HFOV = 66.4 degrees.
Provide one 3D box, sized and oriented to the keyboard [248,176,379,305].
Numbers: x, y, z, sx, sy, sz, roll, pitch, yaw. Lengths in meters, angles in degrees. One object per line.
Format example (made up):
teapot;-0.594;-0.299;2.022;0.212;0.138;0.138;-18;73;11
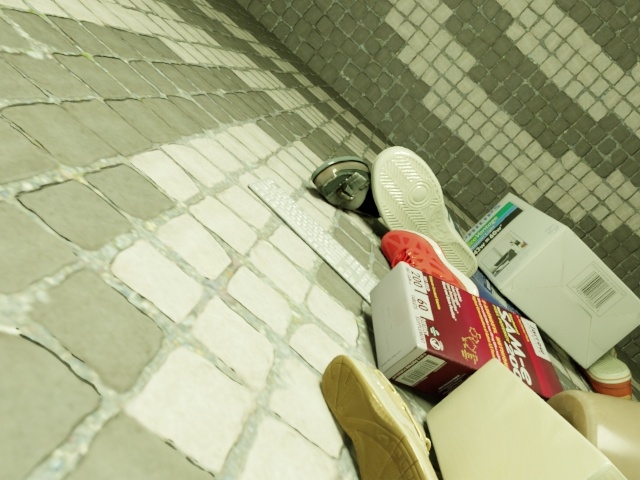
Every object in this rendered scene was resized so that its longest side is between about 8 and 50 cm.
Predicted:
keyboard;0.000;0.000;0.716;0.256;0.014;0.072;44;19;4

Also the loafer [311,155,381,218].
loafer;0.072;-0.096;0.954;0.084;0.096;0.267;61;19;14

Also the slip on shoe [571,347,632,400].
slip on shoe;0.796;0.369;1.389;0.331;0.122;0.102;-17;93;-74

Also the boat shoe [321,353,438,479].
boat shoe;0.062;0.166;0.405;0.059;0.063;0.170;18;29;-39

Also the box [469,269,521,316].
box;0.412;0.123;1.235;0.225;0.036;0.136;46;19;5

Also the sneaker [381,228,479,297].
sneaker;0.152;0.043;0.821;0.128;0.087;0.221;7;23;-41

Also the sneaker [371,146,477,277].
sneaker;0.198;-0.056;1.017;0.350;0.131;0.148;55;8;-30

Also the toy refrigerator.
toy refrigerator;0.165;0.189;0.395;0.094;0.102;0.269;48;3;5

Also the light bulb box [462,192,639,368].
light bulb box;0.626;0.094;1.372;0.358;0.225;0.361;40;14;-14

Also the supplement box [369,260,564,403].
supplement box;0.182;0.133;0.610;0.239;0.073;0.130;24;38;-22

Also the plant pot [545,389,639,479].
plant pot;0.344;0.272;0.513;0.229;0.263;0.263;26;18;5
